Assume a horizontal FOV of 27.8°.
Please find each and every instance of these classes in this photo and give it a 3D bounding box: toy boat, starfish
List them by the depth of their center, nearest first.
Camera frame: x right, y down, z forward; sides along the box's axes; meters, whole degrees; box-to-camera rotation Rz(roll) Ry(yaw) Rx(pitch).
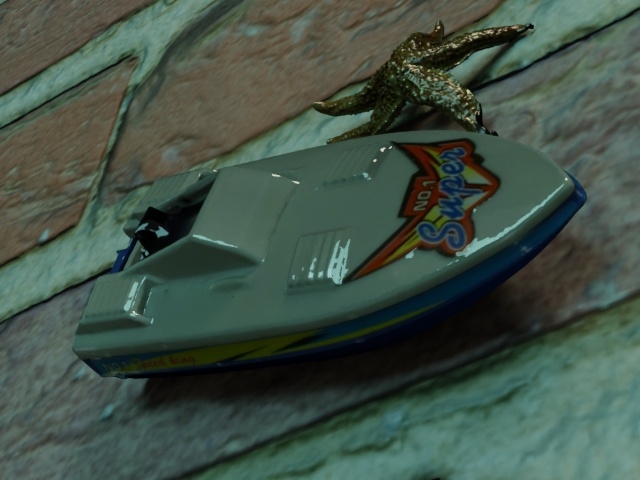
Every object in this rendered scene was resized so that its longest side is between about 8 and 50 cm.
[{"bbox_3d":[0.000,0.000,0.645,0.295,0.088,0.129,-11,44,40],"label":"toy boat"},{"bbox_3d":[0.063,-0.091,0.731,0.133,0.041,0.130,-42,34,0],"label":"starfish"}]
